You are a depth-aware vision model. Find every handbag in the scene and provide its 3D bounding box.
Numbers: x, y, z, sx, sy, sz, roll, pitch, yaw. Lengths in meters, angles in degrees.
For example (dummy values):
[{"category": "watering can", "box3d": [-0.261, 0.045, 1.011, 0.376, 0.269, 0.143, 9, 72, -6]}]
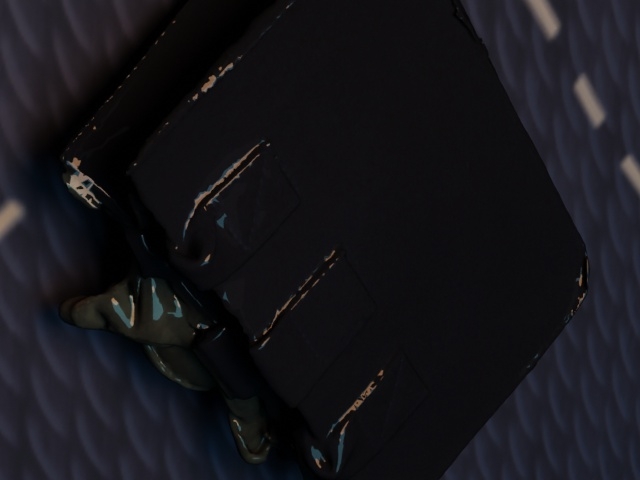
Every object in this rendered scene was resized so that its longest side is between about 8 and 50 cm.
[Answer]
[{"category": "handbag", "box3d": [0.000, 0.000, 1.073, 0.269, 0.118, 0.326, -49, 129, -22]}]
